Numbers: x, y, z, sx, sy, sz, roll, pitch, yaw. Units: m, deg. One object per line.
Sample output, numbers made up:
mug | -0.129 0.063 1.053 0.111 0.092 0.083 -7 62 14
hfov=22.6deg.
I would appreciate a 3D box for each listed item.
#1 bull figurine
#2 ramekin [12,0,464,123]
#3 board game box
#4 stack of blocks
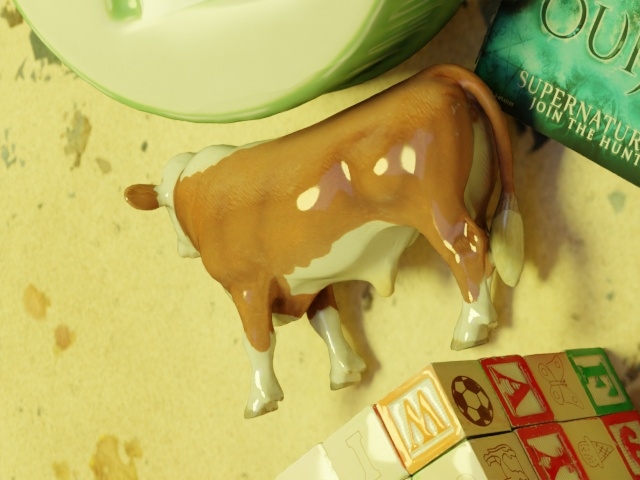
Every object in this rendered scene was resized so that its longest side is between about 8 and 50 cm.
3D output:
bull figurine | 0.000 0.000 1.017 0.310 0.101 0.188 -23 83 44
ramekin | -0.055 -0.215 0.949 0.303 0.148 0.303 8 113 18
board game box | 0.174 -0.105 0.904 0.186 0.026 0.126 35 113 40
stack of blocks | 0.034 0.176 0.943 0.297 0.171 0.087 -40 65 34
